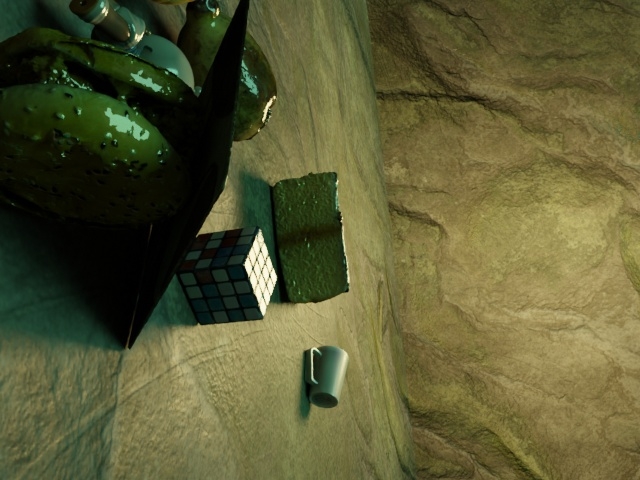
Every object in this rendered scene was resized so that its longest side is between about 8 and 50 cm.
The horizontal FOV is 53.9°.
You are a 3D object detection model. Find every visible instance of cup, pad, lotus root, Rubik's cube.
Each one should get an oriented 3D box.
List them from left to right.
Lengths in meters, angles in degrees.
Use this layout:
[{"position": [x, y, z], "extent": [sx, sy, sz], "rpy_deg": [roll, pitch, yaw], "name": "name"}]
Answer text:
[{"position": [-0.131, -0.052, 0.594], "extent": [0.330, 0.004, 0.220], "rpy_deg": [132, -33, -50], "name": "pad"}, {"position": [-0.133, -0.235, 0.864], "extent": [0.138, 0.139, 0.214], "rpy_deg": [-80, 157, -49], "name": "lotus root"}, {"position": [-0.120, 0.047, 0.835], "extent": [0.092, 0.092, 0.092], "rpy_deg": [-76, 155, -55], "name": "Rubik's cube"}, {"position": [0.005, 0.271, 1.293], "extent": [0.104, 0.074, 0.116], "rpy_deg": [45, 38, -28], "name": "cup"}]

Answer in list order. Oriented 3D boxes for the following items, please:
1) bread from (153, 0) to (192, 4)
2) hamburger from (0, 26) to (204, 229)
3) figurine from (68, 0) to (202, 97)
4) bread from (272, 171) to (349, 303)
[{"position": [-0.178, -0.399, 0.768], "extent": [0.311, 0.121, 0.172], "rpy_deg": [-78, 152, -52], "name": "bread"}, {"position": [-0.181, -0.072, 0.497], "extent": [0.185, 0.177, 0.113], "rpy_deg": [86, -3, -59], "name": "hamburger"}, {"position": [-0.200, -0.184, 0.656], "extent": [0.197, 0.094, 0.147], "rpy_deg": [36, 26, -61], "name": "figurine"}, {"position": [0.000, 0.000, 1.243], "extent": [0.178, 0.136, 0.240], "rpy_deg": [24, 58, -74], "name": "bread"}]
